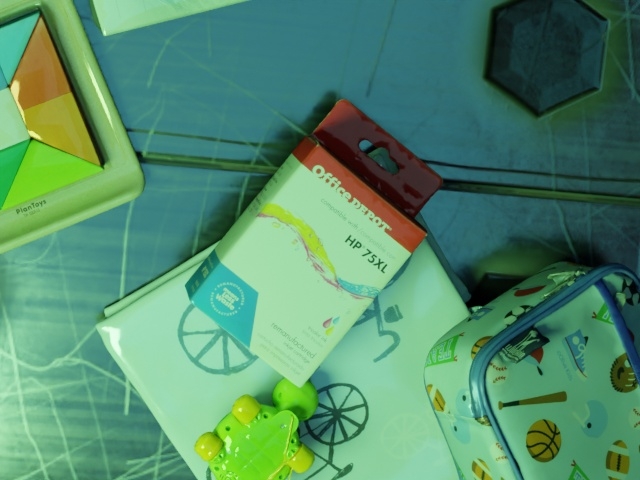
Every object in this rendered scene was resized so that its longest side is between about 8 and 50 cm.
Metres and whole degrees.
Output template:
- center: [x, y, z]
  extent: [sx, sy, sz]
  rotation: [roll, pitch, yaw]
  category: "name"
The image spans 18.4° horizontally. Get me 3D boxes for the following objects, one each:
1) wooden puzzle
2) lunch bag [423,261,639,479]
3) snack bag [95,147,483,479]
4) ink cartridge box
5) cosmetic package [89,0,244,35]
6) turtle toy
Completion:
- center: [-0.300, -0.111, 1.789]
  extent: [0.221, 0.044, 0.239]
  rotation: [-22, 102, -3]
  category: "wooden puzzle"
- center: [0.244, 0.171, 1.853]
  extent: [0.243, 0.115, 0.303]
  rotation: [-30, 105, -27]
  category: "lunch bag"
- center: [0.009, 0.132, 1.878]
  extent: [0.323, 0.037, 0.342]
  rotation: [-32, 102, -1]
  category: "snack bag"
- center: [0.000, 0.000, 1.795]
  extent: [0.134, 0.078, 0.231]
  rotation: [38, 93, -12]
  category: "ink cartridge box"
- center: [-0.114, -0.317, 1.732]
  extent: [0.224, 0.138, 0.224]
  rotation: [-15, 101, -6]
  category: "cosmetic package"
- center: [-0.052, 0.181, 1.827]
  extent: [0.095, 0.066, 0.130]
  rotation: [44, 92, -11]
  category: "turtle toy"
